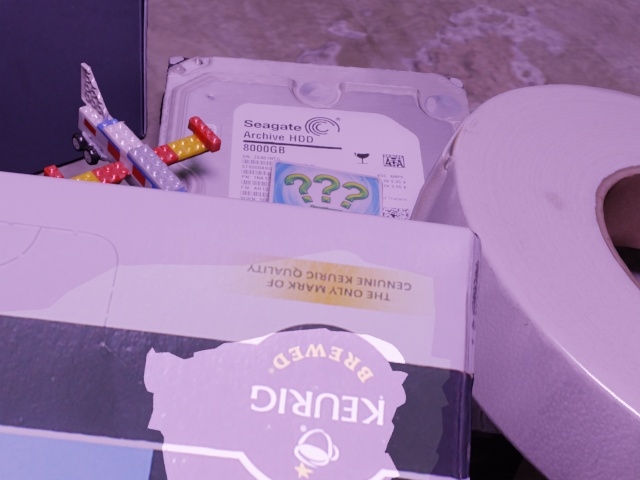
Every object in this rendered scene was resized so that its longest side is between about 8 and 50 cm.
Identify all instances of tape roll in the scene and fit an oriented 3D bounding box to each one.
[{"bbox_3d":[0.243,0.042,0.623,0.392,0.072,0.392,15,37,-11],"label":"tape roll"}]

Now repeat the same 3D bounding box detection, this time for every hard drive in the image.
[{"bbox_3d":[0.000,0.000,0.698,0.237,0.064,0.338,4,44,-5],"label":"hard drive"}]

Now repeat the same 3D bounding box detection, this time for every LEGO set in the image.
[{"bbox_3d":[-0.076,-0.012,0.607,0.244,0.060,0.182,10,45,-6],"label":"LEGO set"}]

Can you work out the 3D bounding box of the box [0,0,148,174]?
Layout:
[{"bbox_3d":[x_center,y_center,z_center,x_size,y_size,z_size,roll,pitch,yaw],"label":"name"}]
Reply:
[{"bbox_3d":[-0.346,-0.179,0.738,0.343,0.178,0.312,-24,55,-28],"label":"box"}]

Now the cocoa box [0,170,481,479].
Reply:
[{"bbox_3d":[-0.131,0.121,0.408,0.347,0.231,0.227,7,63,-2],"label":"cocoa box"}]
